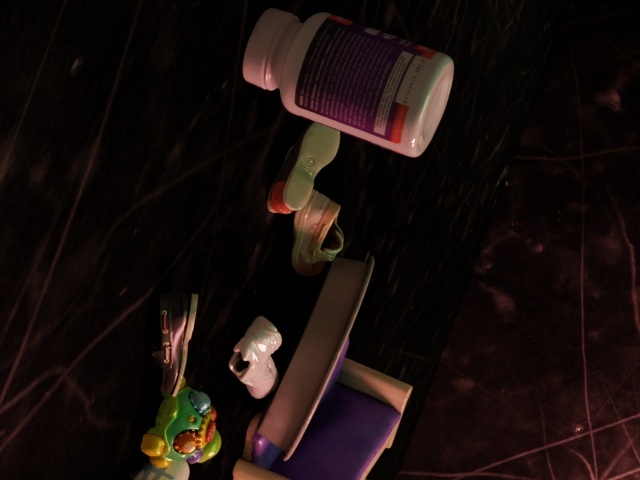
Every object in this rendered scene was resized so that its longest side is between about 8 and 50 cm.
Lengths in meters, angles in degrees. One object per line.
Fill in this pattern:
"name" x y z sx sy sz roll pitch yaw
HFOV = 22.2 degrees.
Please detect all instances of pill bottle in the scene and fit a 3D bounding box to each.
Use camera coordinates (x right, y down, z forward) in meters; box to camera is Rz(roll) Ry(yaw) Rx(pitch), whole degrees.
"pill bottle" 0.026 -0.164 1.626 0.108 0.193 0.108 21 90 -78

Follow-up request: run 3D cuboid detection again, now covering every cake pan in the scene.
"cake pan" -0.010 0.146 2.156 0.293 0.054 0.293 -156 -90 -89

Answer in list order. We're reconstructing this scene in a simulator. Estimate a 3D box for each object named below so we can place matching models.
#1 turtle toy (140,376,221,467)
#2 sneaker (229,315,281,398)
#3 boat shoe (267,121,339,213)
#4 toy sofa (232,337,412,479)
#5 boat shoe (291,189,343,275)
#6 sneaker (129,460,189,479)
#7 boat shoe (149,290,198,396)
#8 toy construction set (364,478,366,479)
"turtle toy" -0.146 0.206 1.783 0.130 0.066 0.095 77 29 -67
"sneaker" -0.087 0.153 2.022 0.061 0.053 0.152 -40 154 -27
"boat shoe" -0.020 -0.089 1.902 0.043 0.049 0.137 -13 -135 52
"toy sofa" 0.007 0.286 2.376 0.362 0.150 0.177 -46 156 -59
"boat shoe" 0.000 0.000 2.085 0.170 0.059 0.063 88 26 -60
"sneaker" -0.192 0.314 1.756 0.237 0.086 0.085 -52 158 -55
"boat shoe" -0.154 0.106 1.677 0.049 0.042 0.133 -93 -169 -50
"toy construction set" -0.004 0.440 2.576 0.327 0.151 0.215 -43 128 -78
